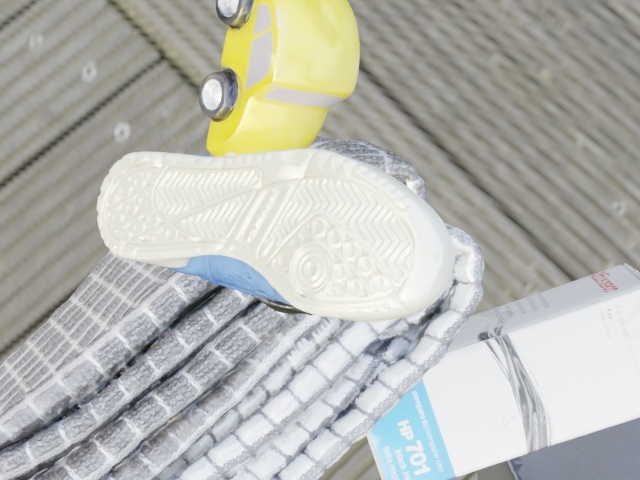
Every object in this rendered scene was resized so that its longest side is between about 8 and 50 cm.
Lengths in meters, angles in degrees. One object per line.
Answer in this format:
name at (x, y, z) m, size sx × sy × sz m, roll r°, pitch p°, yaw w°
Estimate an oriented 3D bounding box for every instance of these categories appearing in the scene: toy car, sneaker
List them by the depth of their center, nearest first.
sneaker at (0.000, -0.001, 0.689) m, size 0.084 × 0.152 × 0.058 m, roll 10°, pitch 87°, yaw -51°
toy car at (0.017, -0.171, 0.862) m, size 0.225 × 0.053 × 0.239 m, roll -34°, pitch 122°, yaw -28°

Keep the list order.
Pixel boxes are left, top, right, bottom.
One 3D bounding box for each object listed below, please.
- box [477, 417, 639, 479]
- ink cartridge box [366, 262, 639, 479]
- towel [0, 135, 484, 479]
box at (0.284, 0.235, 1.452) m, size 0.294 × 0.296 × 0.182 m, roll -14°, pitch 45°, yaw -7°
ink cartridge box at (0.120, 0.085, 1.203) m, size 0.191 × 0.139 × 0.082 m, roll -17°, pitch 93°, yaw 4°
towel at (-0.073, 0.059, 0.983) m, size 0.284 × 0.235 × 0.121 m, roll -42°, pitch 105°, yaw -8°
